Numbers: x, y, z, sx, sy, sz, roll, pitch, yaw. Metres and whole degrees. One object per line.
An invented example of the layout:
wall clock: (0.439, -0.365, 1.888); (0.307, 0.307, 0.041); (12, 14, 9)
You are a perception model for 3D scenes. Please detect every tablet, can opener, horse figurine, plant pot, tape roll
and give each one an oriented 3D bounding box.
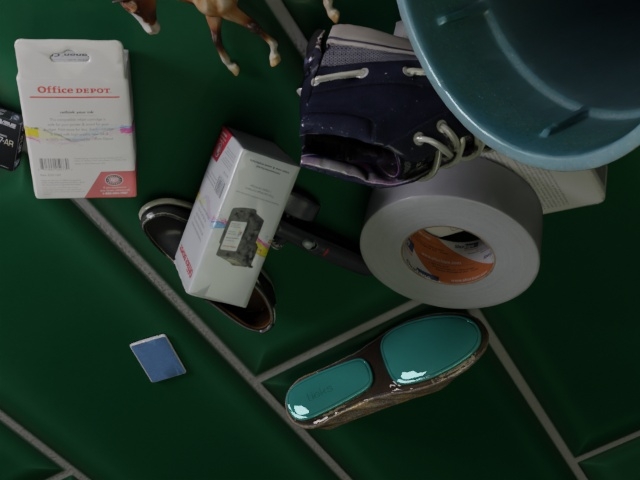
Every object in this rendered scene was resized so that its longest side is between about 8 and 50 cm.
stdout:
tablet: (-0.229, 0.167, 1.304); (0.054, 0.006, 0.083); (-17, 130, 4)
can opener: (0.000, 0.000, 1.172); (0.186, 0.059, 0.073); (32, 117, -29)
horse figurine: (-0.060, -0.271, 0.945); (0.263, 0.066, 0.174); (-30, 133, 17)
plant pot: (0.291, -0.274, 0.800); (0.334, 0.341, 0.341); (-24, 135, -28)
tape roll: (0.161, -0.007, 1.134); (0.219, 0.072, 0.219); (10, 143, 8)

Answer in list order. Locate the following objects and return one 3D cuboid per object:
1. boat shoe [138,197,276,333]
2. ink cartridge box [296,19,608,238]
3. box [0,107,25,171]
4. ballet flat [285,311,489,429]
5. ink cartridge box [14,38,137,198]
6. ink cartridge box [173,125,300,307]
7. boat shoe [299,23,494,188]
boat shoe: (-0.137, 0.033, 1.167); (0.084, 0.079, 0.233); (-32, 125, 18)
ink cartridge box: (0.161, -0.132, 1.090); (0.261, 0.066, 0.296); (-13, 134, 34)
box: (-0.374, -0.121, 1.029); (0.083, 0.018, 0.067); (21, 124, -4)
ballet flat: (0.101, 0.192, 1.331); (0.316, 0.108, 0.106); (-22, 149, 15)
ink cartridge box: (-0.264, -0.144, 1.011); (0.115, 0.067, 0.198); (-1, 130, -8)
ink cartridge box: (-0.100, -0.029, 1.055); (0.072, 0.127, 0.175); (17, 103, -21)
boat shoe: (0.136, -0.113, 0.936); (0.340, 0.158, 0.127); (9, 144, 9)
